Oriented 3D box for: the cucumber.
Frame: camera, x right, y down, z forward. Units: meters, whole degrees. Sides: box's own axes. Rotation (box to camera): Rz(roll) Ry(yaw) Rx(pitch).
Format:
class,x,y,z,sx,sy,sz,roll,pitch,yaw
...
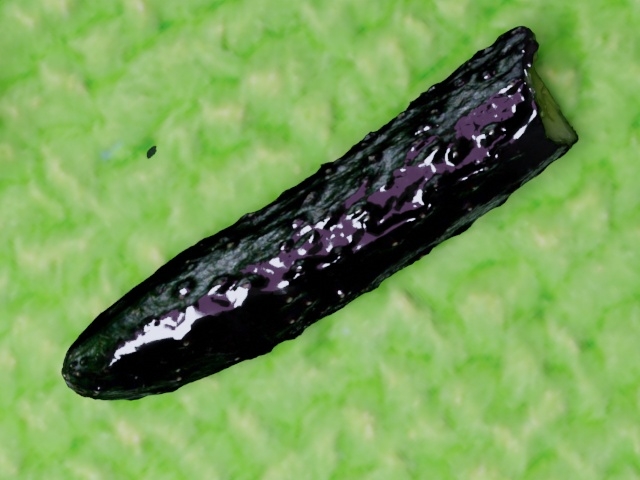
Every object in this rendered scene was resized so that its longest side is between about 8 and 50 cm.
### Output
class,x,y,z,sx,sy,sz,roll,pitch,yaw
cucumber,0.000,0.000,0.835,0.303,0.081,0.072,-34,40,0
